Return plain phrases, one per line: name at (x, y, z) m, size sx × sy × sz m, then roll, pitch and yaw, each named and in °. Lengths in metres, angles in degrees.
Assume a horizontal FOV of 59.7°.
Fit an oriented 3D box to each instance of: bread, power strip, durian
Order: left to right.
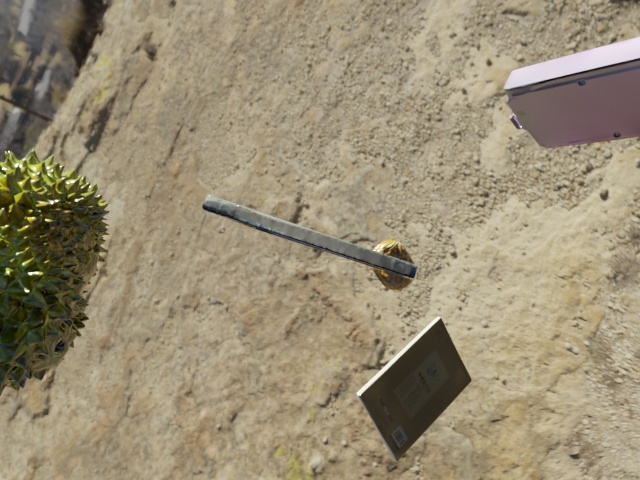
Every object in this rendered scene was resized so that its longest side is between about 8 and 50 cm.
durian at (-0.347, 0.045, 0.590) m, size 0.224 × 0.291 × 0.291 m, roll 45°, pitch 107°, yaw 8°
bread at (0.150, 0.053, 1.167) m, size 0.083 × 0.111 × 0.044 m, roll -37°, pitch 12°, yaw -8°
power strip at (0.320, -0.153, 0.577) m, size 0.279 × 0.109 × 0.038 m, roll 4°, pitch 58°, yaw 57°

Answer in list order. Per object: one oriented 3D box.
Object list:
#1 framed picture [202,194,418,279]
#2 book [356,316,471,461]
framed picture at (0.000, 0.000, 0.703) m, size 0.259 × 0.189 × 0.023 m, roll 18°, pitch 88°, yaw 10°
book at (0.246, 0.370, 1.409) m, size 0.310 × 0.217 × 0.021 m, roll -37°, pitch 18°, yaw -26°
